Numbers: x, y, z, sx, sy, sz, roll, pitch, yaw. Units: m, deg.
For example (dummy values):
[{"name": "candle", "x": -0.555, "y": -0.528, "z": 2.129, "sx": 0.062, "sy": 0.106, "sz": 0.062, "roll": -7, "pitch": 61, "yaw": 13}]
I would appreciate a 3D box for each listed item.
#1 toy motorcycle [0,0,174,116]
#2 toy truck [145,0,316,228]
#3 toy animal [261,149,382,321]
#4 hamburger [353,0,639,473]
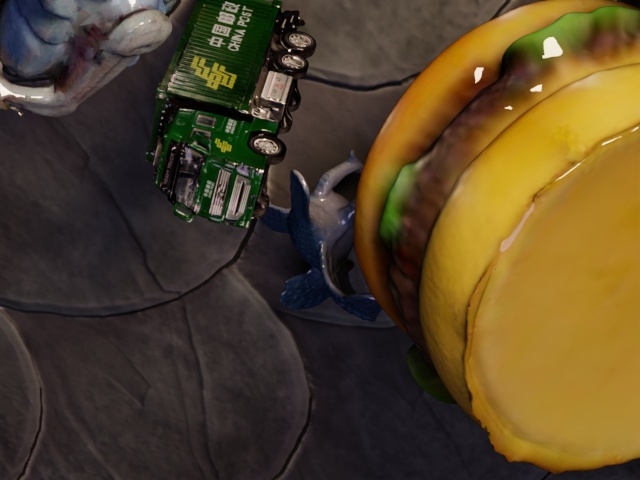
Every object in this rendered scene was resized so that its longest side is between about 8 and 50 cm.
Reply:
[{"name": "toy motorcycle", "x": -0.212, "y": -0.225, "z": 1.513, "sx": 0.182, "sy": 0.241, "sz": 0.319, "roll": 39, "pitch": 144, "yaw": 4}, {"name": "toy truck", "x": -0.080, "y": -0.122, "z": 1.566, "sx": 0.121, "sy": 0.259, "sz": 0.088, "roll": 15, "pitch": 129, "yaw": -1}, {"name": "toy animal", "x": 0.000, "y": 0.000, "z": 1.715, "sx": 0.176, "sy": 0.239, "sz": 0.255, "roll": -48, "pitch": 154, "yaw": 8}, {"name": "hamburger", "x": 0.233, "y": -0.027, "z": 1.531, "sx": 0.395, "sy": 0.277, "sz": 0.396, "roll": -13, "pitch": 125, "yaw": -19}]
